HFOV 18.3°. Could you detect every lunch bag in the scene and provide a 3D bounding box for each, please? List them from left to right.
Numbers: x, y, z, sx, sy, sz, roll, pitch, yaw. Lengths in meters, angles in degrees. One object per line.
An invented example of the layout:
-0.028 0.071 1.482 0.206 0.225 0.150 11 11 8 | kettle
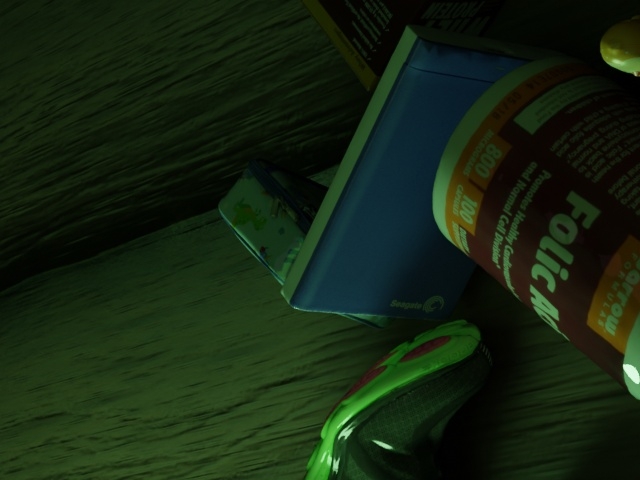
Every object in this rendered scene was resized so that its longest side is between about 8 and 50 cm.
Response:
0.000 0.000 2.173 0.090 0.219 0.176 -51 52 12 | lunch bag

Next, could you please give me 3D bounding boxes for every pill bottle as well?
0.307 0.014 1.838 0.392 0.224 0.224 41 125 36 | pill bottle

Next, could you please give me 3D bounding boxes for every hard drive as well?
0.111 -0.061 2.025 0.040 0.210 0.319 52 126 44 | hard drive

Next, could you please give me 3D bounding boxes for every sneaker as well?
0.082 0.280 2.201 0.202 0.185 0.483 36 125 12 | sneaker

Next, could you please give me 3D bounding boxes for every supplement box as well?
0.089 -0.295 2.093 0.191 0.129 0.194 55 132 26 | supplement box

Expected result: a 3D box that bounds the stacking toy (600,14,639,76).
0.347 -0.168 1.706 0.175 0.301 0.166 3 99 46 | stacking toy
